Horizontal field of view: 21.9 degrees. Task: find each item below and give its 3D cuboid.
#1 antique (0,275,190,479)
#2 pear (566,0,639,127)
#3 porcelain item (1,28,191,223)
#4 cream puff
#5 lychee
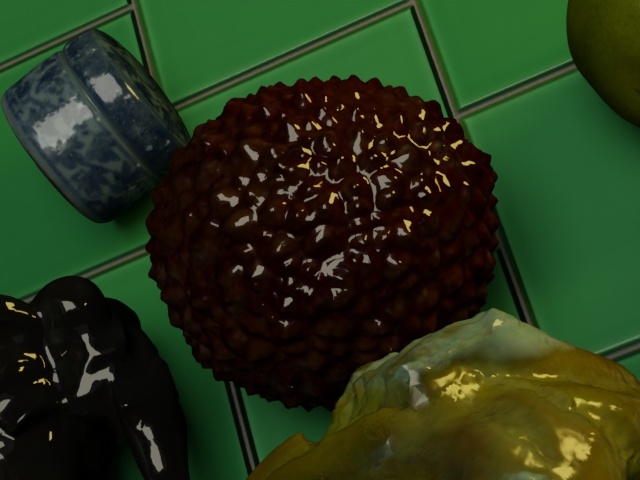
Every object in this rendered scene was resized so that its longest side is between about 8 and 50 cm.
[{"bbox_3d":[-0.251,0.181,1.312,0.322,0.185,0.255,-18,64,18],"label":"antique"},{"bbox_3d":[0.296,-0.171,1.250,0.216,0.180,0.166,-1,23,21],"label":"pear"},{"bbox_3d":[-0.188,-0.101,1.427,0.114,0.147,0.147,-36,60,4],"label":"porcelain item"},{"bbox_3d":[0.126,0.233,1.110,0.378,0.275,0.378,8,105,34],"label":"cream puff"},{"bbox_3d":[0.000,0.000,1.258,0.264,0.300,0.264,9,68,-22],"label":"lychee"}]
